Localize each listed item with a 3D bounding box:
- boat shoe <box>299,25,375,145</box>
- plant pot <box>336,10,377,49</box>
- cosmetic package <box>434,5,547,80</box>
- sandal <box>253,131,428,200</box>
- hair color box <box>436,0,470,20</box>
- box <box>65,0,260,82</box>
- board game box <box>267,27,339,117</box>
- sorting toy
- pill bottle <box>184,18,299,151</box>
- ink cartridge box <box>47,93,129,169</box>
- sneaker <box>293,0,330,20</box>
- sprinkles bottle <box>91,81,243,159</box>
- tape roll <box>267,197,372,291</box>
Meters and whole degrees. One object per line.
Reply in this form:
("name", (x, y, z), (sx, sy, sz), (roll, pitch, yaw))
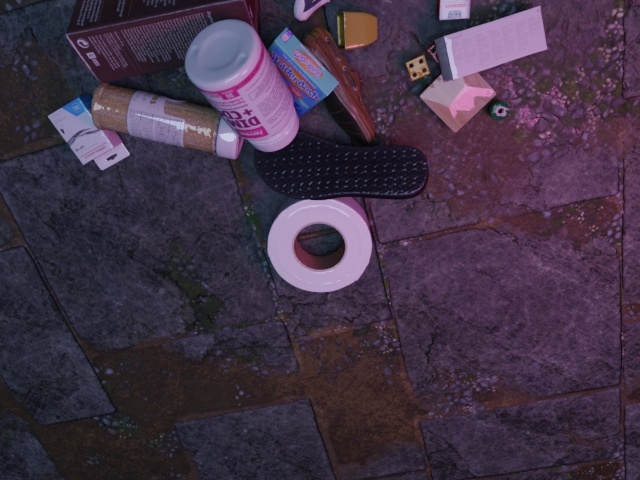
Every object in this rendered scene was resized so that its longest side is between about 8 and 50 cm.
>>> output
("boat shoe", (0.057, -0.366, 1.189), (0.104, 0.111, 0.307), (-49, 124, -11))
("plant pot", (0.087, -0.491, 1.153), (0.083, 0.081, 0.081), (-7, 115, -8))
("cosmetic package", (0.390, -0.450, 1.135), (0.239, 0.060, 0.098), (-19, 108, -6))
("sandal", (0.045, -0.168, 1.253), (0.446, 0.107, 0.167), (9, 84, 13))
("hair color box", (0.303, -0.577, 1.122), (0.072, 0.043, 0.141), (-2, 113, 3))
("box", (-0.330, -0.492, 1.087), (0.382, 0.191, 0.143), (-9, 148, 8))
("board game box", (-0.067, -0.375, 1.145), (0.160, 0.210, 0.047), (43, 73, -15))
("sorting toy", (0.327, -0.367, 1.216), (0.274, 0.046, 0.132), (40, 110, -15))
("pill bottle", (-0.153, -0.318, 1.073), (0.160, 0.160, 0.283), (-20, 156, 11))
("ink cartridge box", (-0.596, -0.272, 1.284), (0.104, 0.060, 0.180), (-26, 111, 12))
("sneaker", (0.058, -0.564, 1.108), (0.153, 0.094, 0.235), (39, 100, -5))
("sprinkles bottle", (-0.371, -0.296, 1.231), (0.356, 0.121, 0.121), (12, 114, -3))
("tape roll", (0.000, 0.000, 1.367), (0.286, 0.100, 0.286), (1, 114, 1))
